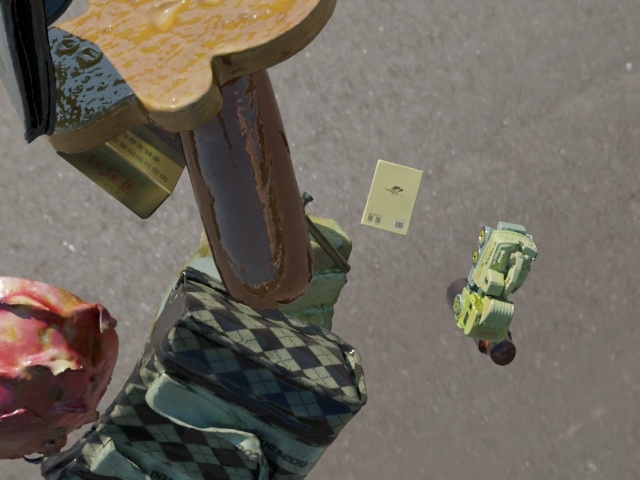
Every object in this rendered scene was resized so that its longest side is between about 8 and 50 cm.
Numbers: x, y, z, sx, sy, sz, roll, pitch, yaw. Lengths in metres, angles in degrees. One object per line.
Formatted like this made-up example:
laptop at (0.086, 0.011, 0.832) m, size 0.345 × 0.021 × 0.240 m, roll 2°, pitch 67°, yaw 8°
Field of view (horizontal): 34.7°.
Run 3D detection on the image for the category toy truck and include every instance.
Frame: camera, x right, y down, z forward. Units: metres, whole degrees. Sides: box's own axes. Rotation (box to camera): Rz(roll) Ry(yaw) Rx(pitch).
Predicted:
toy truck at (0.279, 0.072, 1.608) m, size 0.085 × 0.191 × 0.116 m, roll 13°, pitch 24°, yaw -10°

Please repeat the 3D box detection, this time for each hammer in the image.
hammer at (0.000, 0.000, 1.583) m, size 0.062 × 0.182 × 0.017 m, roll -46°, pitch 44°, yaw -8°

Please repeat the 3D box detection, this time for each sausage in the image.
sausage at (-0.087, -0.066, 1.174) m, size 0.121 × 0.121 × 0.304 m, roll -13°, pitch 103°, yaw 3°

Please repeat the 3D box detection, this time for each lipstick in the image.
lipstick at (0.304, 0.152, 1.930) m, size 0.081 × 0.081 × 0.300 m, roll -25°, pitch 19°, yaw 0°

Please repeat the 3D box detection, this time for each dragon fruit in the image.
dragon fruit at (-0.550, 0.254, 1.849) m, size 0.386 × 0.371 × 0.249 m, roll -24°, pitch 40°, yaw 25°

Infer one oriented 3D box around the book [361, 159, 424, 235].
book at (0.117, -0.069, 1.668) m, size 0.077 × 0.014 × 0.111 m, roll 15°, pitch 87°, yaw 3°

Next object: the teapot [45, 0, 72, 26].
teapot at (-0.482, -0.383, 1.365) m, size 0.321 × 0.239 × 0.239 m, roll -2°, pitch 99°, yaw -17°

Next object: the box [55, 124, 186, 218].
box at (-0.256, -0.153, 1.436) m, size 0.071 × 0.159 × 0.240 m, roll -44°, pitch 18°, yaw 30°

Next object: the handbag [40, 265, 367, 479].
handbag at (-0.176, 0.273, 1.436) m, size 0.416 × 0.316 × 0.180 m, roll -54°, pitch 24°, yaw 21°

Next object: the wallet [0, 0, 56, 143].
wallet at (-0.322, -0.272, 0.928) m, size 0.046 × 0.191 × 0.379 m, roll -22°, pitch 56°, yaw -21°

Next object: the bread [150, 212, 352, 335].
bread at (-0.133, 0.107, 1.818) m, size 0.239 × 0.264 × 0.395 m, roll 6°, pitch 78°, yaw 51°

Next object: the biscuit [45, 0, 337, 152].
biscuit at (-0.148, -0.220, 1.095) m, size 0.355 × 0.052 × 0.275 m, roll -30°, pitch 50°, yaw -8°
